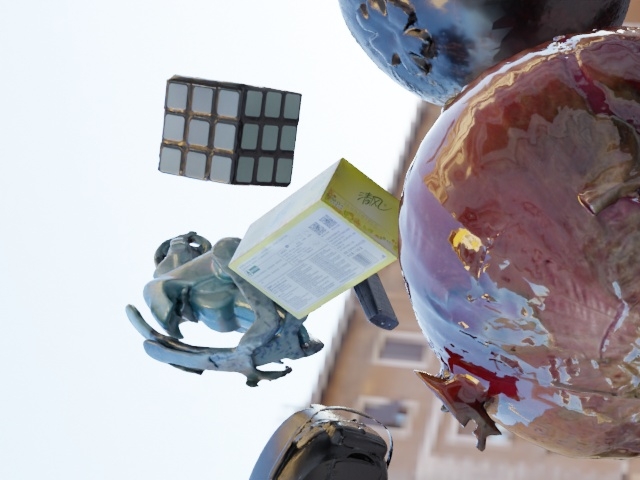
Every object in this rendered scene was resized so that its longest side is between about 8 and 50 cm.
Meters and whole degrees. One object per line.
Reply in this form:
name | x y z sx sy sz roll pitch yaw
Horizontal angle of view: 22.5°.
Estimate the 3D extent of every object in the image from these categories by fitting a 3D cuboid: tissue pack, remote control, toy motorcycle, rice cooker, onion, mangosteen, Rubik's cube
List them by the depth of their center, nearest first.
onion | 0.220 0.008 1.254 0.353 0.353 0.354 4 -90 -73
tissue pack | 0.000 0.000 1.552 0.176 0.095 0.062 -34 24 51
mangosteen | 0.174 -0.282 1.617 0.330 0.330 0.330 4 -90 -73
remote control | 0.038 0.023 1.633 0.043 0.027 0.152 35 -153 -54
rice cooker | -0.005 0.276 1.809 0.142 0.118 0.203 24 -81 -33
toy motorcycle | -0.120 0.081 2.062 0.154 0.260 0.206 77 -149 -46
Rubik's cube | -0.143 -0.173 2.555 0.162 0.160 0.163 -4 -77 -55

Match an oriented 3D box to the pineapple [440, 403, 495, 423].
pineapple | 0.339 0.196 2.340 0.169 0.340 0.169 175 90 -75
